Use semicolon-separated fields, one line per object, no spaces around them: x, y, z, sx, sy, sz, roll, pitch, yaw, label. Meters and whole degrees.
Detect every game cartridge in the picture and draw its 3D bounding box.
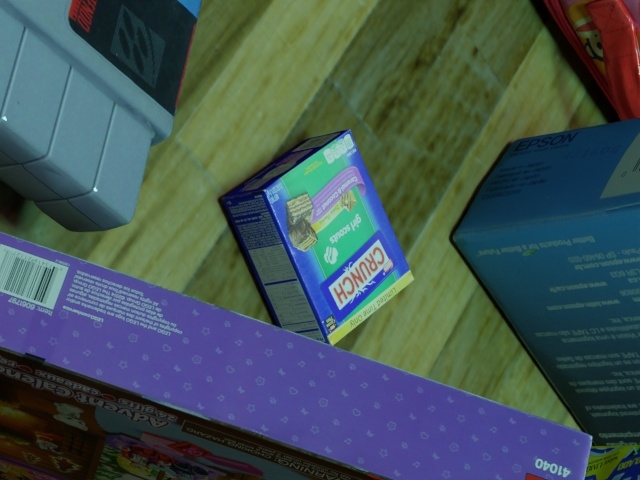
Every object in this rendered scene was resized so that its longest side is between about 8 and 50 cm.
-0.140;-0.208;1.063;0.230;0.068;0.355;37;53;-41;game cartridge

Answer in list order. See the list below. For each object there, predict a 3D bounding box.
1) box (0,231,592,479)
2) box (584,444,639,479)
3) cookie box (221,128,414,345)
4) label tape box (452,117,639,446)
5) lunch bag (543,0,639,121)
-0.038;0.101;0.967;0.293;0.201;0.057;19;66;-3;box
0.197;0.168;1.299;0.059;0.169;0.054;31;63;-38;box
0.000;0.000;1.224;0.092;0.040;0.107;-37;110;-42;cookie box
0.288;0.074;1.348;0.348;0.249;0.115;52;52;-25;label tape box
0.286;-0.164;1.477;0.293;0.120;0.258;53;52;-25;lunch bag
